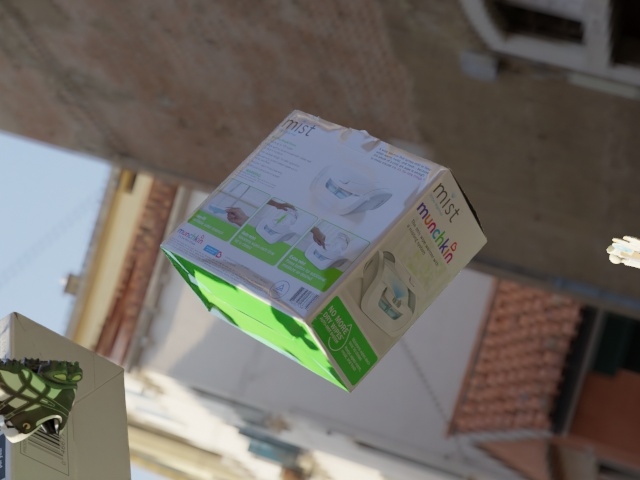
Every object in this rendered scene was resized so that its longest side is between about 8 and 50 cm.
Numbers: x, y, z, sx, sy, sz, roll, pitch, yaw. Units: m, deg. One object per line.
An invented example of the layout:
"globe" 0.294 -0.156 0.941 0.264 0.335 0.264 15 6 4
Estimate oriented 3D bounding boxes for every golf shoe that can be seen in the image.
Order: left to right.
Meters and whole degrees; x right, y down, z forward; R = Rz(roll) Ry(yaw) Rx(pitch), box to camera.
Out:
"golf shoe" -0.335 0.170 1.642 0.198 0.077 0.094 10 -96 -49

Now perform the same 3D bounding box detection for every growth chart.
"growth chart" 0.399 0.025 1.690 0.237 0.172 0.021 98 -174 -87

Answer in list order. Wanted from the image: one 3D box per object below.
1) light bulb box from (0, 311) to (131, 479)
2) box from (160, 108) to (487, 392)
"light bulb box" -0.457 0.355 2.090 0.225 0.361 0.358 35 -148 -39
"box" 0.000 0.000 1.655 0.231 0.262 0.127 -47 -49 -18
